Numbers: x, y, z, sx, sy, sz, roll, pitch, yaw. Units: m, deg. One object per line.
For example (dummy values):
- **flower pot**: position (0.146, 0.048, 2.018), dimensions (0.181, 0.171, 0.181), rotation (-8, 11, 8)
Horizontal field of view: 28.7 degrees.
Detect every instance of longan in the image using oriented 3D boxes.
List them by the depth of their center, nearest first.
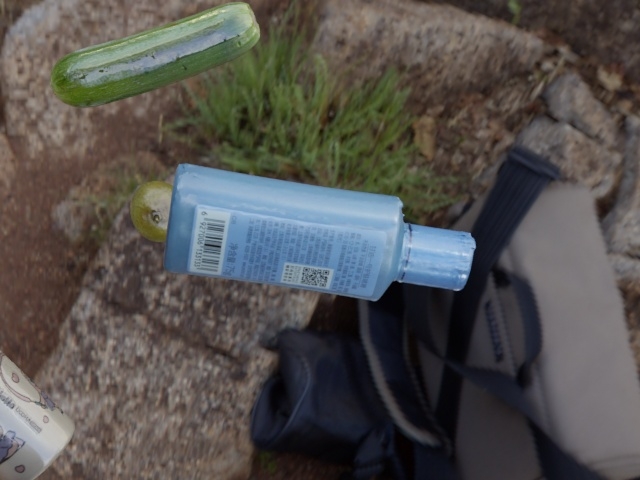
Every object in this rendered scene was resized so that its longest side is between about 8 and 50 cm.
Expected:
- **longan**: position (-0.195, -0.034, 1.503), dimensions (0.075, 0.083, 0.075), rotation (0, 97, -3)

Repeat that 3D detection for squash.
- **squash**: position (-0.175, -0.194, 1.321), dimensions (0.229, 0.066, 0.066), rotation (-19, 66, 2)

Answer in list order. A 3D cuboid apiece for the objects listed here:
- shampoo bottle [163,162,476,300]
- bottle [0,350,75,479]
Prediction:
- **shampoo bottle**: position (0.000, 0.000, 1.061), dimensions (0.258, 0.104, 0.061), rotation (9, 38, -5)
- **bottle**: position (-0.367, 0.161, 1.315), dimensions (0.209, 0.110, 0.097), rotation (47, 21, -14)
